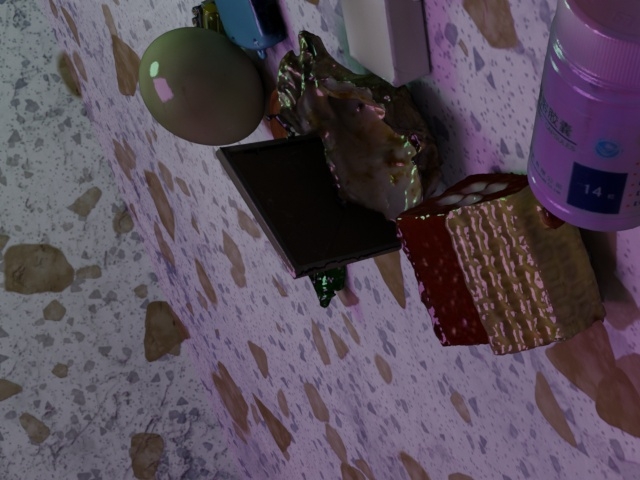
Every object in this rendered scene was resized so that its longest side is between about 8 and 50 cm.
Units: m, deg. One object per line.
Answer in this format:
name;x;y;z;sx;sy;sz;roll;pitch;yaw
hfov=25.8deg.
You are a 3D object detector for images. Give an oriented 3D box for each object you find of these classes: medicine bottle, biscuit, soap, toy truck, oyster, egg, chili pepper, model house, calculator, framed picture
medicine bottle;0.285;-0.144;1.331;0.152;0.152;0.254;51;157;33
biscuit;-0.038;-0.186;2.283;0.221;0.029;0.142;3;116;68
soap;0.077;-0.302;1.801;0.121;0.064;0.183;41;150;47
toy truck;-0.184;-0.364;2.406;0.063;0.052;0.123;44;151;32
oyster;0.045;-0.154;1.915;0.337;0.133;0.197;40;129;32
egg;-0.196;-0.255;2.343;0.242;0.186;0.186;39;180;-39
chili pepper;-0.002;0.004;2.368;0.100;0.074;0.257;42;155;42
model house;0.230;0.024;1.667;0.254;0.160;0.196;-3;110;67
calculator;-0.136;-0.425;2.211;0.173;0.051;0.293;20;132;62
framed picture;0.014;-0.062;1.946;0.213;0.289;0.016;58;133;18

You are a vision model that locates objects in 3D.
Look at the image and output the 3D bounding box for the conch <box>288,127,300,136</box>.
conch;0.025;-0.082;2.102;0.255;0.127;0.158;54;157;27
